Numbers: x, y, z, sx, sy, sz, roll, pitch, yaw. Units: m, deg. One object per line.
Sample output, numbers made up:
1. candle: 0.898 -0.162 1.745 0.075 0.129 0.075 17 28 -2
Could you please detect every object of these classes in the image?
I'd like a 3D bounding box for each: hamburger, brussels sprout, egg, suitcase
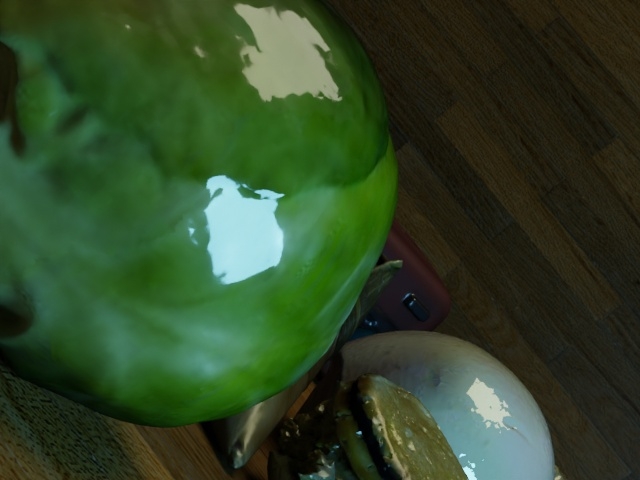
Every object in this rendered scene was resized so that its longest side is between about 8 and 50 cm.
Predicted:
1. hamburger: 0.028 0.190 1.391 0.185 0.131 0.159 28 31 -59
2. brussels sprout: -0.114 -0.056 1.094 0.354 0.281 0.289 36 12 -28
3. egg: 0.088 0.156 1.581 0.162 0.206 0.271 78 -7 -47
4. suitcase: 0.000 0.000 2.174 0.297 0.161 0.236 46 6 -31

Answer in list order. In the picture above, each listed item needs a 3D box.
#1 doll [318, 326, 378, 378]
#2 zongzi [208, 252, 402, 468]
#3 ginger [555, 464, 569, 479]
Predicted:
1. doll: 0.024 0.122 2.008 0.152 0.085 0.114 42 -9 22
2. zongzi: -0.097 0.007 1.491 0.289 0.154 0.317 48 23 -4
3. ginger: 0.194 0.304 1.861 0.270 0.123 0.219 -177 -104 -75
